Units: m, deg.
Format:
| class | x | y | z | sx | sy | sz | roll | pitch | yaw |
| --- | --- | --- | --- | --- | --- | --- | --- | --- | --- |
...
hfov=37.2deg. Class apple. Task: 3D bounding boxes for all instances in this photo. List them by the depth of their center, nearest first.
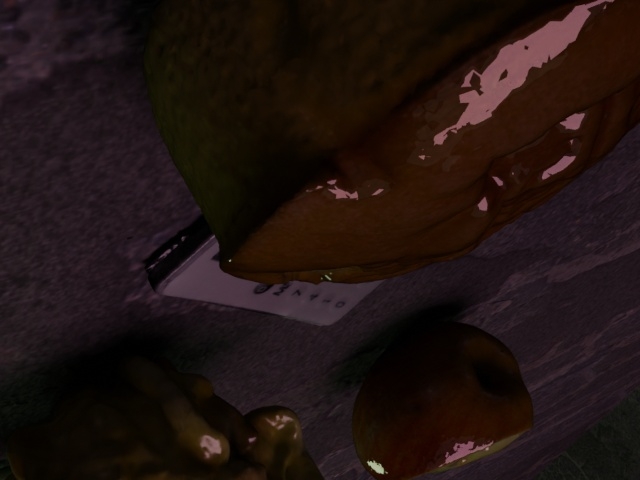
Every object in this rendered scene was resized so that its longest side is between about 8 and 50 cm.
| class | x | y | z | sx | sy | sz | roll | pitch | yaw |
| --- | --- | --- | --- | --- | --- | --- | --- | --- | --- |
| apple | 0.125 | 0.178 | 1.019 | 0.195 | 0.160 | 0.173 | -3 | 138 | -47 |

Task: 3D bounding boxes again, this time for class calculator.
| class | x | y | z | sx | sy | sz | roll | pitch | yaw |
| --- | --- | --- | --- | --- | --- | --- | --- | --- | --- |
| calculator | 0.000 | 0.000 | 0.696 | 0.161 | 0.021 | 0.261 | -41 | 156 | 16 |

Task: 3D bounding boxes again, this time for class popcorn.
| class | x | y | z | sx | sy | sz | roll | pitch | yaw |
| --- | --- | --- | --- | --- | --- | --- | --- | --- | --- |
| popcorn | -0.118 | 0.187 | 0.696 | 0.216 | 0.181 | 0.235 | -26 | 126 | 4 |

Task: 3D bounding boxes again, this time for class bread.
| class | x | y | z | sx | sy | sz | roll | pitch | yaw |
| --- | --- | --- | --- | --- | --- | --- | --- | --- | --- |
| bread | 0.058 | -0.075 | 0.426 | 0.270 | 0.148 | 0.270 | -28 | 170 | -5 |

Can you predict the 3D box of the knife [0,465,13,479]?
| class | x | y | z | sx | sy | sz | roll | pitch | yaw |
| --- | --- | --- | --- | --- | --- | --- | --- | --- | --- |
| knife | -0.269 | 0.185 | 0.714 | 0.293 | 0.020 | 0.043 | -5 | 145 | -46 |
